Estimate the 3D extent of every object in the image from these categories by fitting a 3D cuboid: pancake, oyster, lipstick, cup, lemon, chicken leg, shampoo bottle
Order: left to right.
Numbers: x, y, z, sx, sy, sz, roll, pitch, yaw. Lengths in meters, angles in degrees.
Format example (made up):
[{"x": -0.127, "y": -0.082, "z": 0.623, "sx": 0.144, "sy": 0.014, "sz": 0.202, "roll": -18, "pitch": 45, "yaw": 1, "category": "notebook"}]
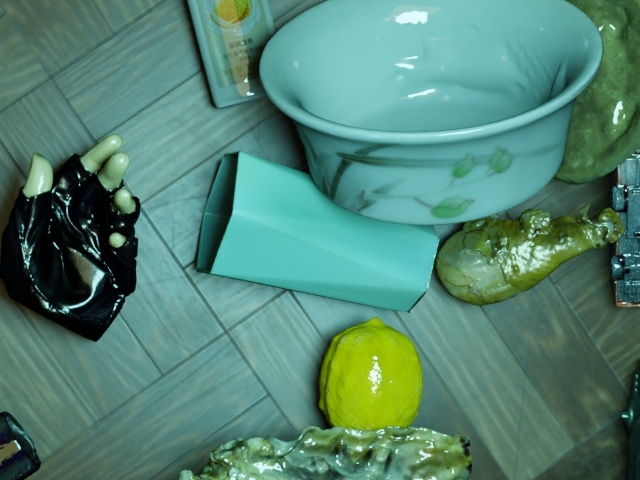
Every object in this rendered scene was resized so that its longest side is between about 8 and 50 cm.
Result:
[{"x": -0.430, "y": 0.283, "z": 1.820, "sx": 0.300, "sy": 0.081, "sz": 0.081, "roll": -32, "pitch": 95, "yaw": -5, "category": "lipstick"}, {"x": -0.101, "y": -0.260, "z": 1.884, "sx": 0.086, "sy": 0.056, "sz": 0.227, "roll": -14, "pitch": 92, "yaw": -10, "category": "shampoo bottle"}, {"x": 0.000, "y": 0.000, "z": 1.860, "sx": 0.236, "sy": 0.134, "sz": 0.148, "roll": 15, "pitch": 60, "yaw": -13, "category": "cup"}, {"x": 0.019, "y": 0.294, "z": 1.826, "sx": 0.354, "sy": 0.107, "sz": 0.201, "roll": 4, "pitch": 121, "yaw": -17, "category": "oyster"}, {"x": 0.054, "y": 0.159, "z": 1.877, "sx": 0.114, "sy": 0.114, "sz": 0.155, "roll": 2, "pitch": 91, "yaw": -9, "category": "lemon"}, {"x": 0.117, "y": -0.126, "z": 1.806, "sx": 0.347, "sy": 0.347, "sz": 0.163, "roll": -12, "pitch": 122, "yaw": -9, "category": "cup"}, {"x": 0.225, "y": 0.004, "z": 1.896, "sx": 0.207, "sy": 0.101, "sz": 0.085, "roll": -20, "pitch": 123, "yaw": 21, "category": "chicken leg"}, {"x": 0.283, "y": -0.179, "z": 1.862, "sx": 0.050, "sy": 0.242, "sz": 0.242, "roll": 2, "pitch": 89, "yaw": -38, "category": "pancake"}]

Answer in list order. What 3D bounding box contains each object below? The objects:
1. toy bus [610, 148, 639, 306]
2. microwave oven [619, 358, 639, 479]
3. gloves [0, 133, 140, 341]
[{"x": 0.346, "y": -0.024, "z": 1.909, "sx": 0.065, "sy": 0.077, "sz": 0.192, "roll": -3, "pitch": 120, "yaw": 3, "category": "toy bus"}, {"x": 0.438, "y": 0.309, "z": 1.850, "sx": 0.218, "sy": 0.286, "sz": 0.355, "roll": 3, "pitch": 90, "yaw": -8, "category": "microwave oven"}, {"x": -0.248, "y": -0.014, "z": 1.826, "sx": 0.164, "sy": 0.124, "sz": 0.203, "roll": 29, "pitch": 87, "yaw": -20, "category": "gloves"}]
